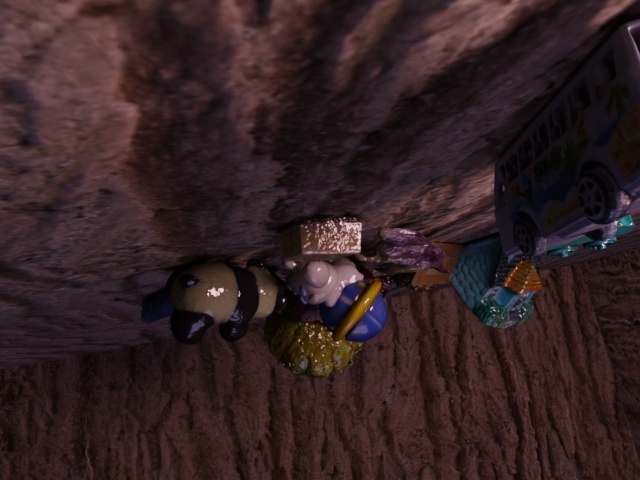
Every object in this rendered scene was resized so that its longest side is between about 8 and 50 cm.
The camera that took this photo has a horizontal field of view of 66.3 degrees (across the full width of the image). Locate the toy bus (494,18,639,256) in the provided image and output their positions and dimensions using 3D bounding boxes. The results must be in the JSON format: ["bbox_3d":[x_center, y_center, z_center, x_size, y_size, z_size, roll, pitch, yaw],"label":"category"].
[{"bbox_3d":[0.267,-0.072,0.490,0.108,0.136,0.330,-13,168,-2],"label":"toy bus"}]

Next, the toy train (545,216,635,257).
[{"bbox_3d":[0.533,-0.035,1.009,0.197,0.107,0.154,-14,161,14],"label":"toy train"}]

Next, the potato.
[{"bbox_3d":[-0.002,0.000,0.780,0.122,0.061,0.086,-2,168,-34],"label":"potato"}]

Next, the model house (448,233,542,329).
[{"bbox_3d":[0.527,0.076,1.337,0.261,0.226,0.241,-3,136,-42],"label":"model house"}]

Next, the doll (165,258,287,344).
[{"bbox_3d":[-0.181,0.108,0.931,0.234,0.144,0.135,7,144,-44],"label":"doll"}]

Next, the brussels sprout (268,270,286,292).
[{"bbox_3d":[-0.151,0.116,1.112,0.139,0.101,0.181,-25,163,15],"label":"brussels sprout"}]

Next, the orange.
[{"bbox_3d":[-0.024,0.262,1.461,0.299,0.301,0.223,-4,140,-12],"label":"orange"}]

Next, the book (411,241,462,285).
[{"bbox_3d":[0.301,0.061,1.256,0.012,0.118,0.172,32,-162,38],"label":"book"}]

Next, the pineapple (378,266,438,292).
[{"bbox_3d":[0.240,0.100,1.383,0.108,0.108,0.197,1,169,-45],"label":"pineapple"}]

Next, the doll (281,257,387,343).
[{"bbox_3d":[0.041,0.099,1.024,0.159,0.243,0.311,-39,167,-8],"label":"doll"}]

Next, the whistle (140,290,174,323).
[{"bbox_3d":[-0.341,0.140,1.128,0.062,0.062,0.304,0,164,-41],"label":"whistle"}]

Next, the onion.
[{"bbox_3d":[0.071,0.122,1.272,0.227,0.120,0.283,-1,158,-42],"label":"onion"}]

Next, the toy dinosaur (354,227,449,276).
[{"bbox_3d":[0.174,0.031,1.043,0.162,0.077,0.294,-10,169,33],"label":"toy dinosaur"}]
